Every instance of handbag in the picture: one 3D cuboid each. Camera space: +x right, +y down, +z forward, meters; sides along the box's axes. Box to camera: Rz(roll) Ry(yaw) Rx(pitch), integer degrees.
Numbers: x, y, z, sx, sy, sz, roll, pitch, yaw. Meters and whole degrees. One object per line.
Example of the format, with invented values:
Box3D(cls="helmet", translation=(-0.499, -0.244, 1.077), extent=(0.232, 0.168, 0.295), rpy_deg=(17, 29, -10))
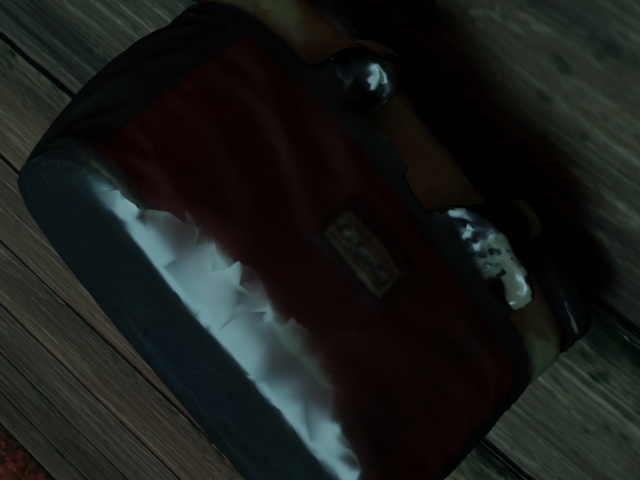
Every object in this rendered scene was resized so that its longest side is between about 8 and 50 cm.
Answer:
Box3D(cls="handbag", translation=(0.000, 0.000, 0.688), extent=(0.254, 0.181, 0.181), rpy_deg=(50, 158, -7))
